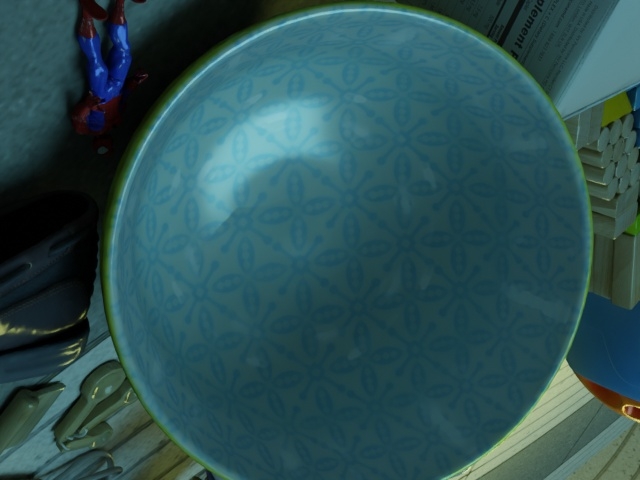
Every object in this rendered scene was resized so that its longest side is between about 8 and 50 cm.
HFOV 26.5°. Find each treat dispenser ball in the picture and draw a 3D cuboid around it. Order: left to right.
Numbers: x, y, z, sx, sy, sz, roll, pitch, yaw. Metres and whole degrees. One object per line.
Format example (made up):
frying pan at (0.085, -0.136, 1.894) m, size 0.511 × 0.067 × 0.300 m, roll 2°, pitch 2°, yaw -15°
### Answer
treat dispenser ball at (0.414, 0.074, 1.574) m, size 0.288 × 0.288 × 0.288 m, roll -37°, pitch 158°, yaw -17°

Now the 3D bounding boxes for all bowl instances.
bowl at (0.000, 0.000, 0.821) m, size 0.289 × 0.289 × 0.156 m, roll -40°, pitch -160°, yaw -8°

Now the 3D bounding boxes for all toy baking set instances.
toy baking set at (-0.213, 0.184, 1.014) m, size 0.197 × 0.030 × 0.256 m, roll -24°, pitch 152°, yaw -42°

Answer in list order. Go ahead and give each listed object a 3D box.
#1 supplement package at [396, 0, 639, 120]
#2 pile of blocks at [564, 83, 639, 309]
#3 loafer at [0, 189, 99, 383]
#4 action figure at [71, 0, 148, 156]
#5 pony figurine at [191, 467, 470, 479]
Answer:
supplement package at (0.207, -0.219, 0.846) m, size 0.262 × 0.145 × 0.204 m, roll -27°, pitch 154°, yaw -38°
pile of blocks at (0.224, -0.084, 1.162) m, size 0.149 × 0.113 × 0.362 m, roll -58°, pitch 147°, yaw -17°
loafer at (-0.209, 0.022, 0.649) m, size 0.302 × 0.109 × 0.095 m, roll -9°, pitch 121°, yaw -65°
action figure at (-0.110, -0.082, 0.701) m, size 0.038 × 0.030 × 0.115 m, roll -37°, pitch 161°, yaw -31°
pony figurine at (-0.025, 0.236, 1.098) m, size 0.351 × 0.302 × 0.363 m, roll -1°, pitch 118°, yaw -2°
